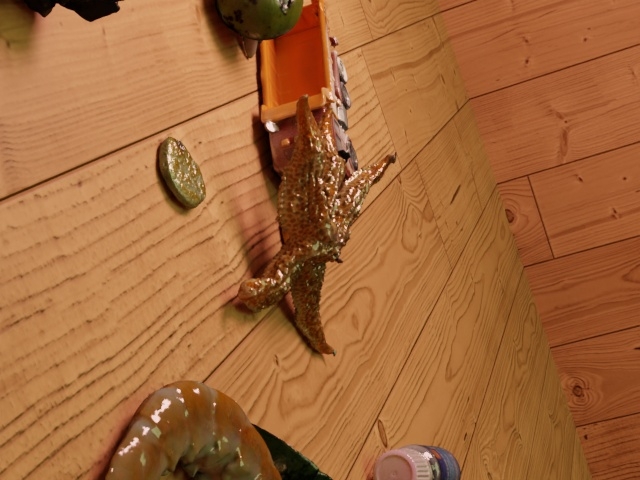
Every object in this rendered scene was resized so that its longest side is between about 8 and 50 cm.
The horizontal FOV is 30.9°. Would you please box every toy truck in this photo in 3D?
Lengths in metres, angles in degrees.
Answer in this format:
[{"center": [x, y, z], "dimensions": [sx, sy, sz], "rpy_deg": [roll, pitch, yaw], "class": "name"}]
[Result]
[{"center": [-0.019, -0.195, 1.585], "dimensions": [0.135, 0.114, 0.270], "rpy_deg": [53, 27, -55], "class": "toy truck"}]

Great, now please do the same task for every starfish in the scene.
[{"center": [0.009, -0.025, 1.424], "dimensions": [0.301, 0.084, 0.293], "rpy_deg": [38, 64, -58], "class": "starfish"}]

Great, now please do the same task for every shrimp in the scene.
[{"center": [-0.107, 0.215, 1.048], "dimensions": [0.287, 0.068, 0.185], "rpy_deg": [37, 38, -58], "class": "shrimp"}]

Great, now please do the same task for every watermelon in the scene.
[{"center": [-0.013, 0.263, 1.268], "dimensions": [0.181, 0.075, 0.092], "rpy_deg": [52, 24, -45], "class": "watermelon"}]

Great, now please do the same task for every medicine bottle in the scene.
[{"center": [0.135, 0.330, 1.633], "dimensions": [0.203, 0.083, 0.083], "rpy_deg": [24, 52, -64], "class": "medicine bottle"}]

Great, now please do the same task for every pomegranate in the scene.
[{"center": [-0.085, -0.308, 1.522], "dimensions": [0.161, 0.122, 0.122], "rpy_deg": [114, -24, -54], "class": "pomegranate"}]

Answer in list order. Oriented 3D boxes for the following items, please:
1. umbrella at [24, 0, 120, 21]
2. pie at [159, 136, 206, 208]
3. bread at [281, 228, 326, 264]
[{"center": [-0.263, -0.271, 0.961], "dimensions": [0.110, 0.122, 0.272], "rpy_deg": [33, 0, 32], "class": "umbrella"}, {"center": [-0.149, -0.072, 1.251], "dimensions": [0.085, 0.017, 0.085], "rpy_deg": [-17, 90, -73], "class": "pie"}, {"center": [-0.022, -0.001, 1.547], "dimensions": [0.110, 0.024, 0.110], "rpy_deg": [-18, 90, -72], "class": "bread"}]
